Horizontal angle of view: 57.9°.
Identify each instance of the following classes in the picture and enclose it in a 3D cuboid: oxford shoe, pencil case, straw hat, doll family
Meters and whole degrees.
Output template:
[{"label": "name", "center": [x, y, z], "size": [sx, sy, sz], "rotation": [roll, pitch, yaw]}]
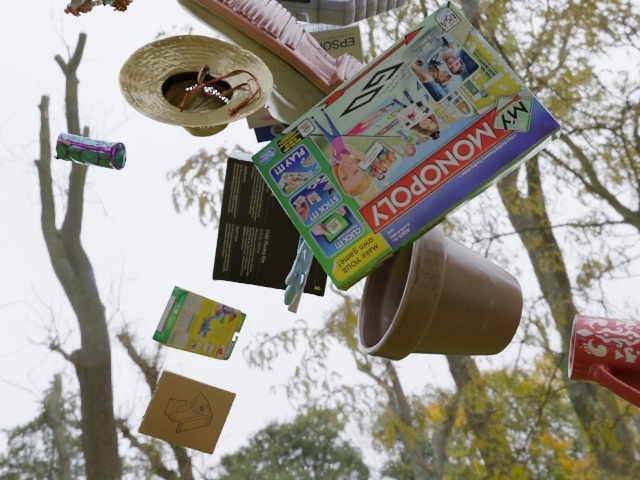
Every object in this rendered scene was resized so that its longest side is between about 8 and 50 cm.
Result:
[{"label": "oxford shoe", "center": [-0.070, -0.265, 0.903], "size": [0.397, 0.140, 0.146], "rotation": [35, -53, -7]}, {"label": "pencil case", "center": [-0.506, -0.196, 1.274], "size": [0.151, 0.064, 0.070], "rotation": [10, -11, 9]}, {"label": "straw hat", "center": [-0.120, -0.136, 0.572], "size": [0.144, 0.144, 0.061], "rotation": [-8, -34, -12]}, {"label": "doll family", "center": [-0.445, -0.580, 1.233], "size": [0.118, 0.263, 0.163], "rotation": [20, -14, 8]}]

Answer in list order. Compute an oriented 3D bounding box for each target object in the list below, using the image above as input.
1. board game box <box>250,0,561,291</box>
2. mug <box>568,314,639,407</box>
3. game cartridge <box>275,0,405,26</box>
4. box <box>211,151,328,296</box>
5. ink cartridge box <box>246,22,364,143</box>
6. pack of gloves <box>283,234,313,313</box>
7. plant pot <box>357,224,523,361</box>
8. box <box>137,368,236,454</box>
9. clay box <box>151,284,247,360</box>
[{"label": "board game box", "center": [0.095, -0.114, 0.718], "size": [0.317, 0.213, 0.046], "rotation": [-37, -18, 10]}, {"label": "mug", "center": [0.423, 0.156, 0.763], "size": [0.169, 0.113, 0.150], "rotation": [7, 2, 22]}, {"label": "game cartridge", "center": [-0.036, -0.499, 1.173], "size": [0.230, 0.355, 0.068], "rotation": [-33, -47, -45]}, {"label": "box", "center": [-0.114, -0.048, 1.607], "size": [0.312, 0.179, 0.343], "rotation": [10, -78, -1]}, {"label": "ink cartridge box", "center": [-0.044, -0.385, 1.480], "size": [0.324, 0.071, 0.330], "rotation": [-9, -44, 5]}, {"label": "pack of gloves", "center": [0.000, 0.000, 0.892], "size": [0.046, 0.232, 0.195], "rotation": [16, -10, 4]}, {"label": "plant pot", "center": [0.215, 0.098, 1.005], "size": [0.229, 0.263, 0.263], "rotation": [16, -46, -8]}, {"label": "box", "center": [-0.334, 0.433, 1.462], "size": [0.201, 0.164, 0.021], "rotation": [25, -9, -19]}, {"label": "clay box", "center": [-0.266, 0.194, 1.316], "size": [0.222, 0.053, 0.127], "rotation": [35, -106, -55]}]
